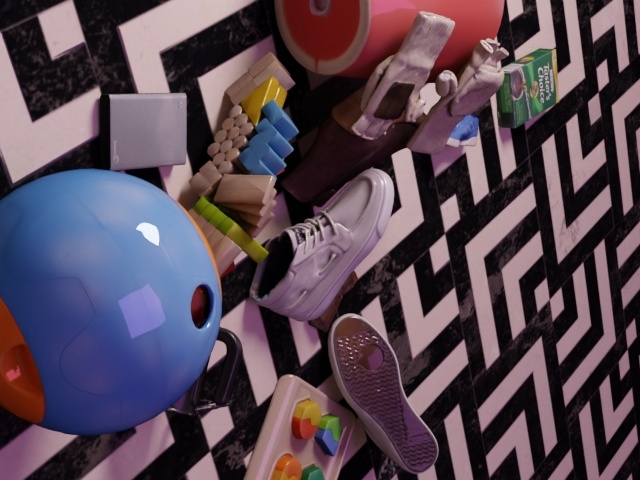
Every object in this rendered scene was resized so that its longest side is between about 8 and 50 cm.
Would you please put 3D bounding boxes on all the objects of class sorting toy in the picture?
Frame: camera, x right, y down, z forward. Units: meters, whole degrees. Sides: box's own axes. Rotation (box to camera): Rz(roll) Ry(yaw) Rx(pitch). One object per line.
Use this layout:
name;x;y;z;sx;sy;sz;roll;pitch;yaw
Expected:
sorting toy;-0.023;0.328;1.857;0.208;0.038;0.193;38;66;-49

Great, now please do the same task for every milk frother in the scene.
milk frother;-0.171;0.165;1.600;0.143;0.129;0.135;141;-37;-80

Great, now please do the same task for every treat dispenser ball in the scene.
treat dispenser ball;-0.250;0.066;1.299;0.288;0.288;0.288;-13;107;-51

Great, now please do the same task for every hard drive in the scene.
hard drive;-0.224;-0.139;1.519;0.135;0.022;0.094;-10;105;-52

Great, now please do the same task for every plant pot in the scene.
plant pot;0.084;-0.348;1.718;0.243;0.275;0.275;-16;109;-40

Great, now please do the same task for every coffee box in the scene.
coffee box;0.399;-0.295;2.303;0.184;0.040;0.113;-29;119;-47

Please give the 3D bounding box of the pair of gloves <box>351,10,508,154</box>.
pair of gloves;0.162;-0.211;1.700;0.240;0.042;0.204;12;123;-50

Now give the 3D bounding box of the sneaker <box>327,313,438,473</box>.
sneaker;0.079;0.248;1.953;0.106;0.123;0.290;-31;103;-17

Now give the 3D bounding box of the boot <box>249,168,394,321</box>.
boot;0.000;0.000;1.733;0.123;0.095;0.258;20;103;-49

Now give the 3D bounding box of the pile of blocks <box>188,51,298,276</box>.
pile of blocks;-0.088;-0.072;1.607;0.112;0.149;0.362;43;62;-47

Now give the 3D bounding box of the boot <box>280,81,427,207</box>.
boot;0.060;-0.137;1.816;0.207;0.090;0.248;-49;154;16

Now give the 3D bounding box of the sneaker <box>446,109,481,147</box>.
sneaker;0.234;-0.207;2.083;0.152;0.058;0.084;-8;108;-57

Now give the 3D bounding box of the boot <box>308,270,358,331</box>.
boot;0.009;0.074;1.860;0.114;0.037;0.106;-55;133;-25
